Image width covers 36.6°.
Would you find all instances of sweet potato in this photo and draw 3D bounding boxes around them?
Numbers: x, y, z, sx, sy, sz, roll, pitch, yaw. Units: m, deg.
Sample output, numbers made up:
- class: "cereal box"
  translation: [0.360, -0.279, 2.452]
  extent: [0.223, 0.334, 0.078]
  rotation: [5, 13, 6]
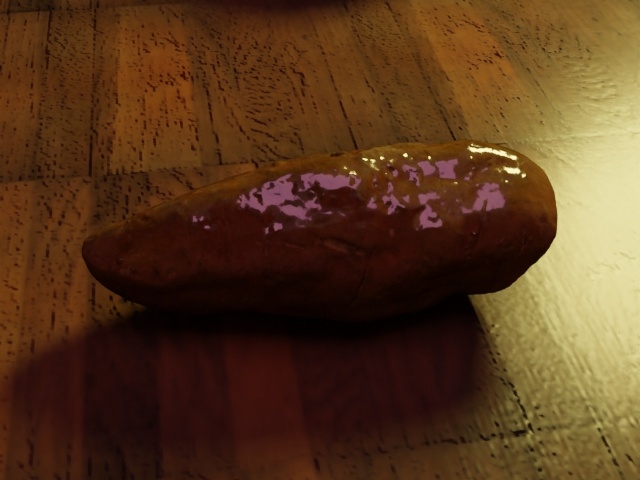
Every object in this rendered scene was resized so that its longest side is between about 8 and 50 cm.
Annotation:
- class: "sweet potato"
  translation: [0.000, 0.000, 0.525]
  extent: [0.252, 0.097, 0.097]
  rotation: [-9, 40, -5]
